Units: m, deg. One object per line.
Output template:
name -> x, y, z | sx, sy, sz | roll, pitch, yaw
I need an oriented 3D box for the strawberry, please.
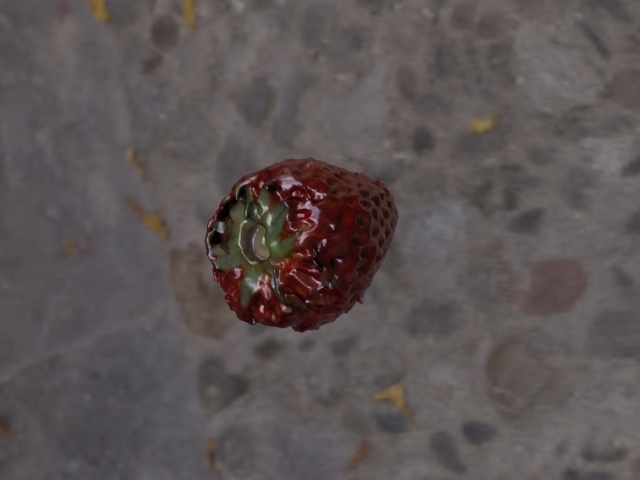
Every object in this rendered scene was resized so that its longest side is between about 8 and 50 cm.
strawberry -> 0.000, 0.000, 0.727 | 0.073, 0.083, 0.073 | 6, 99, 43
